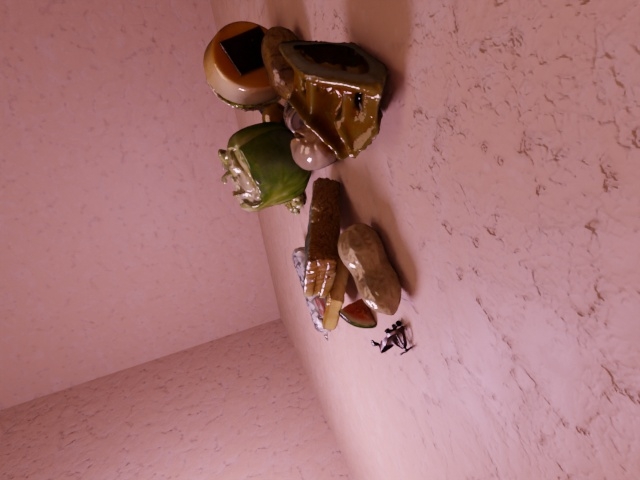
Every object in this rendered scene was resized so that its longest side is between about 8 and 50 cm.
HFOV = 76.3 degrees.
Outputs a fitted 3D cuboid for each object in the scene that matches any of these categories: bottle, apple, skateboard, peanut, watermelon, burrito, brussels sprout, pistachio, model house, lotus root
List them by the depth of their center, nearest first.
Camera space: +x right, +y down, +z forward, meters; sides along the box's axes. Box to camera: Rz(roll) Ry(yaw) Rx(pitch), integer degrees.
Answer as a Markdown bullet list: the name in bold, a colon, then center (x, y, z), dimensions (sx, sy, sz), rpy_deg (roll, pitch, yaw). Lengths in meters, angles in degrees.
- **model house**: center (0.031, -0.279, 0.877), dimensions (0.239, 0.173, 0.268), rpy_deg (90, 162, -44)
- **peanut**: center (0.123, 0.066, 1.019), dimensions (0.124, 0.123, 0.257), rpy_deg (99, 152, -59)
- **skateboard**: center (0.197, 0.272, 1.093), dimensions (0.080, 0.067, 0.151), rpy_deg (59, 157, 20)
- **pistachio**: center (-0.017, -0.265, 1.173), dimensions (0.215, 0.143, 0.144), rpy_deg (-152, 47, -83)
- **lotus root**: center (-0.102, -0.517, 1.224), dimensions (0.145, 0.128, 0.260), rpy_deg (74, -178, -78)
- **watermelon**: center (0.123, 0.230, 1.322), dimensions (0.135, 0.125, 0.094), rpy_deg (11, -88, -85)
- **bottle**: center (-0.078, -0.402, 1.329), dimensions (0.152, 0.098, 0.099), rpy_deg (-122, 21, -57)
- **brussels sprout**: center (-0.189, -0.262, 1.478), dimensions (0.276, 0.314, 0.371), rpy_deg (59, 148, 13)
- **apple**: center (-0.169, -0.471, 1.565), dimensions (0.114, 0.099, 0.102), rpy_deg (45, 131, 15)
- **burrito**: center (-0.028, 0.223, 1.808), dimensions (0.139, 0.101, 0.446), rpy_deg (116, 138, -62)

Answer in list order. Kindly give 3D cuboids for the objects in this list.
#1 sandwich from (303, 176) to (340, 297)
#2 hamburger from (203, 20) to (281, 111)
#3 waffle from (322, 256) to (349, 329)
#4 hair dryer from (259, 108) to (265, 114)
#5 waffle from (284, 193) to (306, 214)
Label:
- **sandwich**: center (0.000, 0.000, 1.244), dimensions (0.271, 0.099, 0.301), rpy_deg (107, 168, -56)
- **hamburger**: center (-0.251, -0.583, 1.392), dimensions (0.176, 0.300, 0.300), rpy_deg (155, 98, -70)
- **waffle**: center (0.053, 0.183, 1.386), dimensions (0.274, 0.057, 0.168), rpy_deg (98, -175, -56)
- **hair dryer**: center (-0.193, -0.480, 1.767), dimensions (0.248, 0.077, 0.196), rpy_deg (75, 169, -46)
- **waffle**: center (-0.144, -0.265, 1.767), dimensions (0.297, 0.073, 0.317), rpy_deg (-156, 51, -72)
